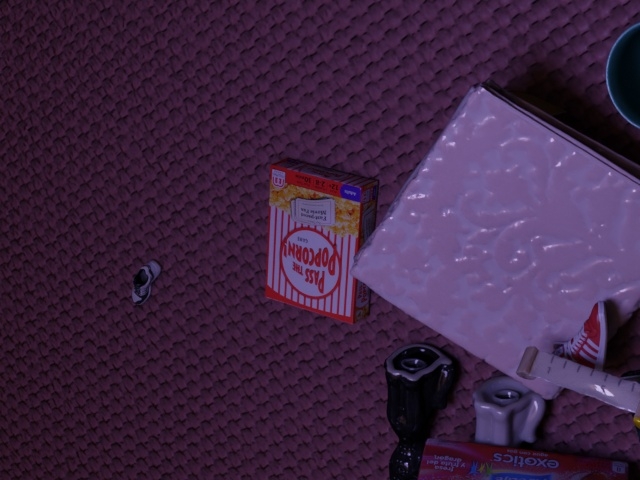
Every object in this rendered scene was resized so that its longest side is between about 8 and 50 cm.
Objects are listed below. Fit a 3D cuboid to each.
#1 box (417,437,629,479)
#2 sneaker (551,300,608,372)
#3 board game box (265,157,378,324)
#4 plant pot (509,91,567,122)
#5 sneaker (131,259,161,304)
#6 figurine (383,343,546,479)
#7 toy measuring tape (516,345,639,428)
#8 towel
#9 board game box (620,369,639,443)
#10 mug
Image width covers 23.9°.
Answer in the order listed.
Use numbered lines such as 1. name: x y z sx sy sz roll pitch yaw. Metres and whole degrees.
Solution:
1. box: 0.244 0.340 1.854 0.256 0.123 0.128 6 123 9
2. sneaker: 0.305 0.120 1.787 0.067 0.042 0.118 5 126 10
3. board game box: 0.000 0.000 2.027 0.146 0.045 0.194 15 113 31
4. plant pot: 0.227 -0.135 1.805 0.083 0.081 0.081 37 123 28
5. sneaker: -0.267 0.064 2.241 0.032 0.037 0.083 38 125 17
6. figurine: 0.181 0.264 1.970 0.215 0.092 0.209 18 122 29
7. toy measuring tape: 0.388 0.204 1.737 0.330 0.121 0.121 16 114 26
8. towel: 0.239 0.005 1.790 0.317 0.053 0.332 32 127 -4
9. board game box: 0.456 0.201 1.784 0.186 0.026 0.126 -16 96 37
10. mug: 0.402 -0.186 1.650 0.157 0.097 0.129 8 109 32
